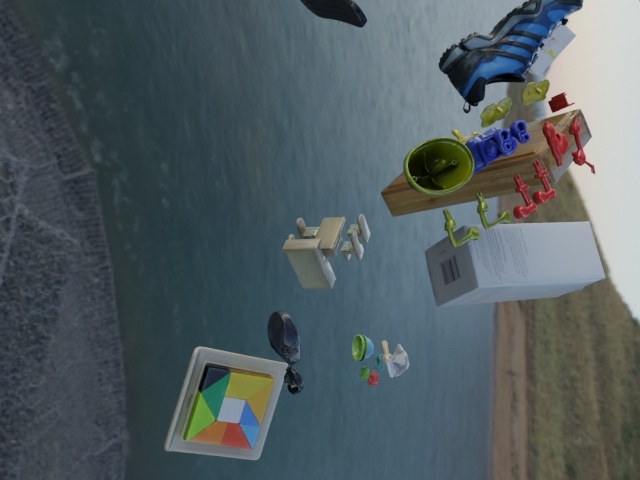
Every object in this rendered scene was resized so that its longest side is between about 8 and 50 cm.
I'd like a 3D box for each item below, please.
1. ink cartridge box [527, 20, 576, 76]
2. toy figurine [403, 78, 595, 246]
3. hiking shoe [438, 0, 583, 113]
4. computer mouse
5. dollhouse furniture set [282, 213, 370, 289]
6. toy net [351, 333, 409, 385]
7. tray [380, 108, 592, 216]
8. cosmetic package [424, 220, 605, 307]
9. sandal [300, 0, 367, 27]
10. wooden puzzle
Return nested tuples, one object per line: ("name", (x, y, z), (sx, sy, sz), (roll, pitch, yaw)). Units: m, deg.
("ink cartridge box", (0.531, -0.480, 1.637), (0.090, 0.143, 0.092), (38, 17, -11))
("toy figurine", (0.266, -0.117, 1.203), (0.362, 0.217, 0.191), (-29, 94, -23))
("hiking shoe", (0.389, -0.379, 1.353), (0.132, 0.303, 0.113), (61, 8, 1))
("computer mouse", (-0.062, 0.198, 1.148), (0.071, 0.041, 0.242), (51, -22, 35))
("dollhouse furniture set", (0.000, 0.000, 1.999), (0.242, 0.212, 0.161), (-67, 145, -42))
("toy net", (0.141, 0.303, 1.686), (0.232, 0.045, 0.122), (177, -78, -67))
("tray", (0.341, -0.161, 1.466), (0.203, 0.410, 0.076), (-42, 110, -36))
("cosmetic package", (0.464, 0.059, 1.643), (0.197, 0.365, 0.155), (138, -55, -60))
("sandal", (0.016, -0.368, 1.039), (0.040, 0.179, 0.067), (-51, 139, -3))
("wooden puzzle", (-0.188, 0.347, 1.429), (0.238, 0.044, 0.221), (17, 90, -34))
